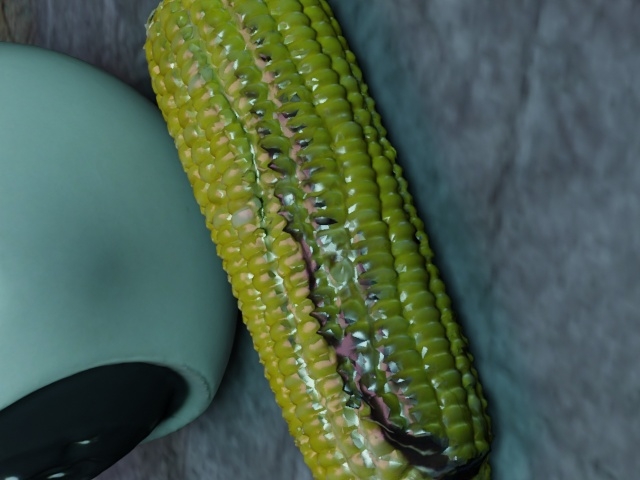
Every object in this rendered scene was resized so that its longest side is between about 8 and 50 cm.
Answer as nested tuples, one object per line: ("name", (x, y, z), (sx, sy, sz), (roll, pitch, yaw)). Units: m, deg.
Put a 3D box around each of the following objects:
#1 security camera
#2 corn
("security camera", (-0.138, 0.012, 0.647), (0.236, 0.194, 0.195), (-7, 94, 54))
("corn", (0.000, 0.000, 0.546), (0.072, 0.072, 0.203), (-39, 68, 53))
